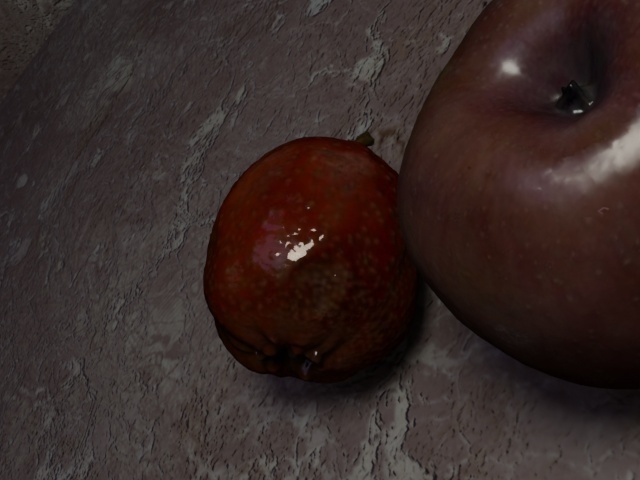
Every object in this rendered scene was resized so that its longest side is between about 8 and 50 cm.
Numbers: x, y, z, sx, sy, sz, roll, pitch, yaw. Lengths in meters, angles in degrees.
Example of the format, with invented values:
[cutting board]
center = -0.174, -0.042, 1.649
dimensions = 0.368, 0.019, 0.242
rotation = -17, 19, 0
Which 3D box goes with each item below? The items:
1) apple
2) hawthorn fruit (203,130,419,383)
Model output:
[apple]
center = 0.197, -0.057, 0.511
dimensions = 0.305, 0.235, 0.306
rotation = -24, 49, 32
[hawthorn fruit]
center = 0.000, 0.000, 0.720
dimensions = 0.205, 0.205, 0.253
rotation = -16, 47, 40
